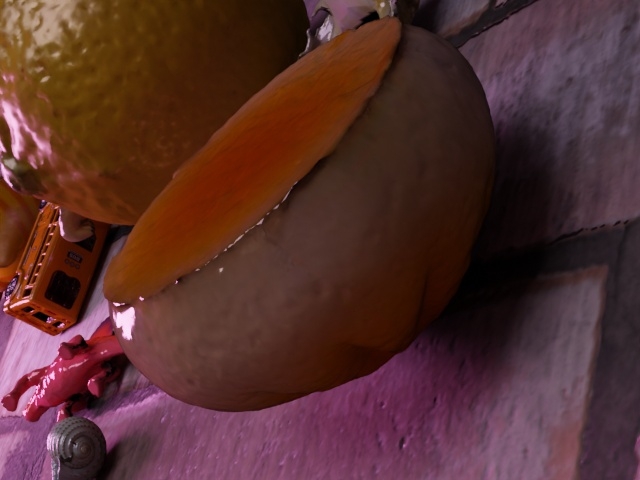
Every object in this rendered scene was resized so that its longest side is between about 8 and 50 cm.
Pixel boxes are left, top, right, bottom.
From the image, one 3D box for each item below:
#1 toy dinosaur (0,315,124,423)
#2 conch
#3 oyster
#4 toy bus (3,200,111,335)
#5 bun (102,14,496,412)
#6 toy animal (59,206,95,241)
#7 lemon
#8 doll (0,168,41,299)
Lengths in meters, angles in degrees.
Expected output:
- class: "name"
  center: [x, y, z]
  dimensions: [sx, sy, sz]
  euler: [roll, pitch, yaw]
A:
- class: "toy dinosaur"
  center: [-0.227, 0.106, 1.218]
  dimensions: [0.286, 0.070, 0.139]
  euler: [-40, 9, 32]
- class: "conch"
  center: [-0.233, 0.206, 1.101]
  dimensions: [0.085, 0.057, 0.076]
  euler: [141, 134, -75]
- class: "oyster"
  center: [0.037, -0.147, 0.990]
  dimensions: [0.133, 0.072, 0.209]
  euler: [-22, 63, 43]
- class: "toy bus"
  center: [-0.315, 0.013, 1.430]
  dimensions: [0.088, 0.083, 0.194]
  euler: [-22, 46, 48]
- class: "bun"
  center: [0.000, 0.000, 0.773]
  dimensions: [0.299, 0.165, 0.299]
  euler: [-37, 19, 15]
- class: "toy animal"
  center: [-0.236, -0.105, 1.356]
  dimensions: [0.219, 0.101, 0.103]
  euler: [-31, 40, -1]
- class: "lemon"
  center: [-0.169, -0.177, 1.123]
  dimensions: [0.336, 0.336, 0.336]
  euler: [-42, 30, 32]
- class: "doll"
  center: [-0.447, -0.008, 1.610]
  dimensions: [0.167, 0.162, 0.270]
  euler: [-37, 7, -30]
